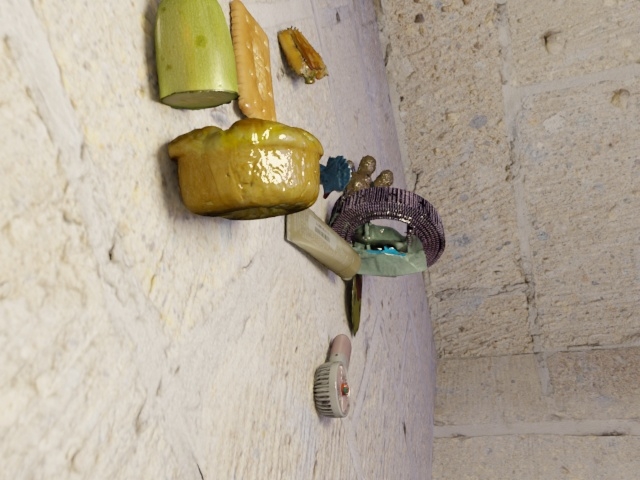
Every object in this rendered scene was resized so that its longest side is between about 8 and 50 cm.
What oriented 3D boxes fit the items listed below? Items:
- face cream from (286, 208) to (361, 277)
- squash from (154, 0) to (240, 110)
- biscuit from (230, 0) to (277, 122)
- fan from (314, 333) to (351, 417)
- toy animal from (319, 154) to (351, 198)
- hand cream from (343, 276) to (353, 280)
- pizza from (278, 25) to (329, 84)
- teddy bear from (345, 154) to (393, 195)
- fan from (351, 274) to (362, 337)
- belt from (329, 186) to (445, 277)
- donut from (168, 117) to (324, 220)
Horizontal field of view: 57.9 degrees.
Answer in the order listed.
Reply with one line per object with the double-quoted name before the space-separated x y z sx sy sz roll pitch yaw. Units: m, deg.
"face cream" 0.000 0.000 1.433 0.341 0.084 0.137 41 42 -54
"squash" -0.184 -0.290 0.852 0.123 0.123 0.187 8 76 -73
"biscuit" -0.132 -0.346 1.177 0.160 0.030 0.250 35 46 -67
"fan" 0.042 0.323 1.418 0.244 0.074 0.130 -73 150 -56
"toy animal" -0.032 -0.147 1.166 0.239 0.176 0.255 35 23 -47
"hand cream" 0.081 0.059 1.736 0.143 0.039 0.061 -87 161 -45
"pizza" -0.049 -0.467 1.480 0.147 0.069 0.226 57 19 -10
"teddy bear" 0.145 -0.182 1.912 0.251 0.182 0.129 -29 151 -57
"fan" 0.117 0.135 1.784 0.229 0.011 0.335 68 27 -66
"belt" 0.185 -0.020 1.620 0.122 0.324 0.260 -78 173 -56
"donut" -0.102 -0.103 0.891 0.261 0.208 0.128 0 84 -69
